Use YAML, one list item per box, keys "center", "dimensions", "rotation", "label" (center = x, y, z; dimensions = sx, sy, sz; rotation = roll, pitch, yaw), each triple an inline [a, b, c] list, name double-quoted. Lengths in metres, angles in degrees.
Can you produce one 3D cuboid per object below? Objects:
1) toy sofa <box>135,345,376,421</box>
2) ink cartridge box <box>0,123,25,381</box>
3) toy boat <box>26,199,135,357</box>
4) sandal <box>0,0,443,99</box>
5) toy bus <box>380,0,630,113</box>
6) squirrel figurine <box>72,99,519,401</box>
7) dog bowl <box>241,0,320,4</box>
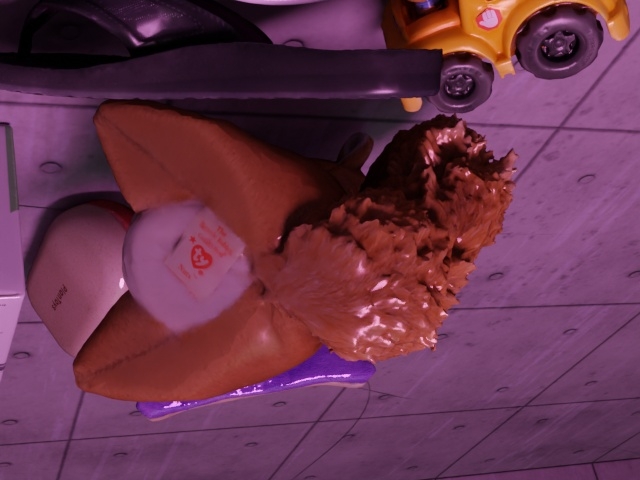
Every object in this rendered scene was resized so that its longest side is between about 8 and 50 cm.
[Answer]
- center: [-0.099, 0.121, 1.373]
  dimensions: [0.363, 0.177, 0.150]
  rotation: [-8, 151, -6]
  label: "toy sofa"
- center: [-0.404, 0.037, 1.069]
  dimensions: [0.121, 0.211, 0.289]
  rotation: [0, 150, -25]
  label: "ink cartridge box"
- center: [-0.260, 0.038, 1.233]
  dimensions: [0.151, 0.151, 0.231]
  rotation: [-29, 167, -40]
  label: "toy boat"
- center: [-0.117, -0.178, 0.860]
  dimensions: [0.446, 0.107, 0.167]
  rotation: [2, -169, 9]
  label: "sandal"
- center: [0.137, -0.242, 0.871]
  dimensions: [0.220, 0.149, 0.211]
  rotation: [-19, 138, 18]
  label: "toy bus"
- center: [0.000, 0.000, 1.012]
  dimensions: [0.397, 0.281, 0.370]
  rotation: [4, -173, 23]
  label: "squirrel figurine"
- center: [-0.015, -0.302, 0.725]
  dimensions: [0.265, 0.104, 0.265]
  rotation: [-9, 151, -5]
  label: "dog bowl"
